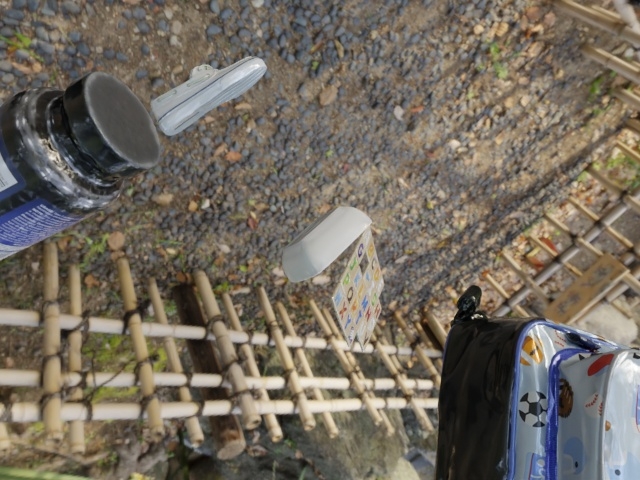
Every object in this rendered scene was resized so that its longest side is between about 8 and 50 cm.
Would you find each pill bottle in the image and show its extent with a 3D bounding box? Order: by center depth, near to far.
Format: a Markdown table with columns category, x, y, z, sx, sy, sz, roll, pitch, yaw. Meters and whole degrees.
| category | x | y | z | sx | sy | sz | roll | pitch | yaw |
| --- | --- | --- | --- | --- | --- | --- | --- | --- | --- |
| pill bottle | -0.267 | -0.065 | 0.476 | 0.219 | 0.122 | 0.123 | -22 | 139 | 15 |

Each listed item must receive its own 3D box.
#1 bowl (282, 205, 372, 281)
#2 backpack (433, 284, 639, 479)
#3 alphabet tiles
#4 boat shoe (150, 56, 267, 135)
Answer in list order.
| category | x | y | z | sx | sy | sz | roll | pitch | yaw |
| --- | --- | --- | --- | --- | --- | --- | --- | --- | --- |
| bowl | 0.000 | 0.000 | 0.812 | 0.142 | 0.053 | 0.142 | -42 | -173 | -22 |
| backpack | 0.245 | 0.201 | 0.461 | 0.263 | 0.213 | 0.276 | 18 | 78 | -27 |
| alphabet tiles | 0.085 | 0.115 | 1.046 | 0.009 | 0.198 | 0.237 | 7 | 139 | 26 |
| boat shoe | -0.210 | -0.282 | 0.929 | 0.226 | 0.076 | 0.083 | -32 | -179 | 0 |
